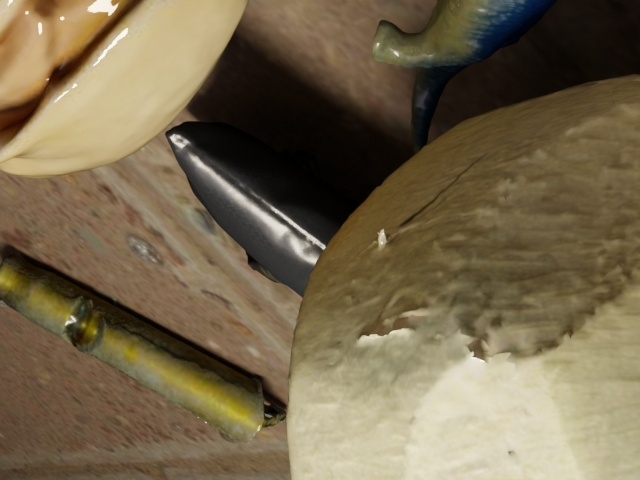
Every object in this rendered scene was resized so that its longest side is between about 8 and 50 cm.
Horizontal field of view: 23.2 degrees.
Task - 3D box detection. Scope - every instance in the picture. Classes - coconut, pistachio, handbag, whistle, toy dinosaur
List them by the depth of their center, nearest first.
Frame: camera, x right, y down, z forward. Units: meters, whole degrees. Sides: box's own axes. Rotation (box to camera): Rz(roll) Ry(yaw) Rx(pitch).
[{"bbox_3d":[0.167,0.091,0.801,0.346,0.346,0.360,47,155,-20],"label":"coconut"},{"bbox_3d":[0.118,-0.121,0.825,0.188,0.075,0.247,20,142,17],"label":"toy dinosaur"},{"bbox_3d":[-0.147,-0.148,0.930,0.193,0.214,0.318,38,135,-21],"label":"pistachio"},{"bbox_3d":[0.000,0.000,1.064,0.254,0.088,0.211,36,-178,-6],"label":"handbag"},{"bbox_3d":[-0.178,0.103,1.503,0.326,0.057,0.068,25,-165,20],"label":"whistle"}]
